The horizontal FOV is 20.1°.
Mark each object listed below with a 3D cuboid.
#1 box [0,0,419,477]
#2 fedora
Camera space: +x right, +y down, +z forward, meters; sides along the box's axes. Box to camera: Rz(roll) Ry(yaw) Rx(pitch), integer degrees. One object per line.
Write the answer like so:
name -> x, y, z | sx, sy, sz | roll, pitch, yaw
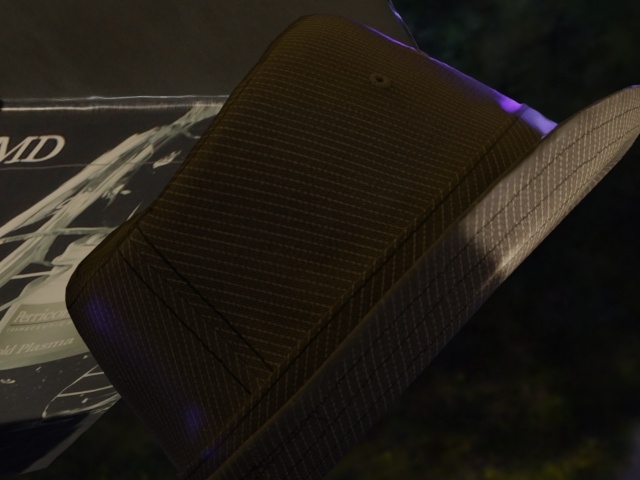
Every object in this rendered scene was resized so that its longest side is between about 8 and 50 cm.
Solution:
box -> -0.277, -0.056, 1.066 | 0.480, 0.297, 0.472 | -6, 150, -49
fedora -> 0.000, 0.000, 0.680 | 0.244, 0.124, 0.275 | -49, 175, 31
